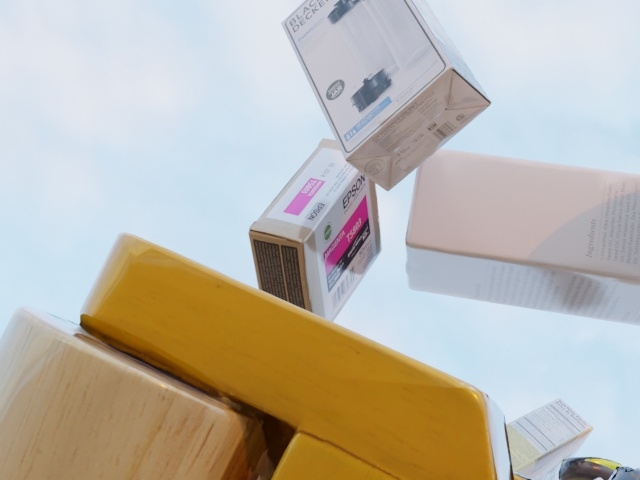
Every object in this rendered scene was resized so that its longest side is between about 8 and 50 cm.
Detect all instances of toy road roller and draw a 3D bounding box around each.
[{"bbox_3d":[0.025,0.158,0.398,0.330,0.240,0.202,23,-97,16],"label":"toy road roller"}]

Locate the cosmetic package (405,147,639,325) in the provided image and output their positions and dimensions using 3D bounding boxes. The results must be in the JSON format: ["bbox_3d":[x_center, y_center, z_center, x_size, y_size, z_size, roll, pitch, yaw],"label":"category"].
[{"bbox_3d":[0.360,0.004,1.518,0.453,0.161,0.230,8,-18,9],"label":"cosmetic package"}]

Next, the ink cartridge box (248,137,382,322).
[{"bbox_3d":[0.000,0.000,1.471,0.088,0.234,0.193,14,-47,24],"label":"ink cartridge box"}]

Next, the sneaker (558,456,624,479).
[{"bbox_3d":[0.412,0.426,1.442,0.111,0.121,0.300,-16,-67,40],"label":"sneaker"}]

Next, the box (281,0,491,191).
[{"bbox_3d":[0.070,-0.221,1.272,0.169,0.290,0.087,-40,-45,20],"label":"box"}]

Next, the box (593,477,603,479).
[{"bbox_3d":[0.277,0.365,1.018,0.119,0.182,0.181,-29,-34,-17],"label":"box"}]

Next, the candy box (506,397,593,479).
[{"bbox_3d":[0.303,0.390,1.716,0.087,0.316,0.183,43,-55,28],"label":"candy box"}]
